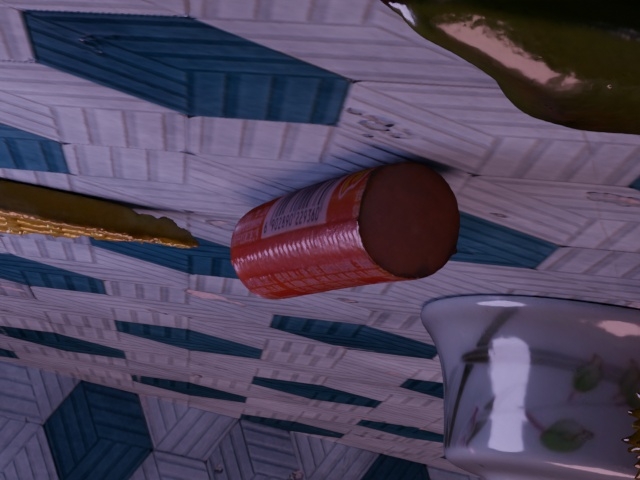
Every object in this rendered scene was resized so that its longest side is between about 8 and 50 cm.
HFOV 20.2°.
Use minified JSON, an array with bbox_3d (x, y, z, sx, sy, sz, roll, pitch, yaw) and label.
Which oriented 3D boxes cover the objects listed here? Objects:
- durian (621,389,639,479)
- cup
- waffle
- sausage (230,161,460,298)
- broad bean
[{"bbox_3d":[0.350,0.153,1.247,0.258,0.258,0.293,13,158,-13],"label":"durian"},{"bbox_3d":[0.246,0.165,1.568,0.347,0.163,0.347,11,168,2],"label":"cup"},{"bbox_3d":[-0.190,-0.010,1.420,0.191,0.032,0.125,13,167,-3],"label":"waffle"},{"bbox_3d":[0.000,0.000,1.187,0.074,0.074,0.274,15,168,-22],"label":"sausage"},{"bbox_3d":[0.173,-0.062,0.762,0.325,0.067,0.075,12,-161,-20],"label":"broad bean"}]
